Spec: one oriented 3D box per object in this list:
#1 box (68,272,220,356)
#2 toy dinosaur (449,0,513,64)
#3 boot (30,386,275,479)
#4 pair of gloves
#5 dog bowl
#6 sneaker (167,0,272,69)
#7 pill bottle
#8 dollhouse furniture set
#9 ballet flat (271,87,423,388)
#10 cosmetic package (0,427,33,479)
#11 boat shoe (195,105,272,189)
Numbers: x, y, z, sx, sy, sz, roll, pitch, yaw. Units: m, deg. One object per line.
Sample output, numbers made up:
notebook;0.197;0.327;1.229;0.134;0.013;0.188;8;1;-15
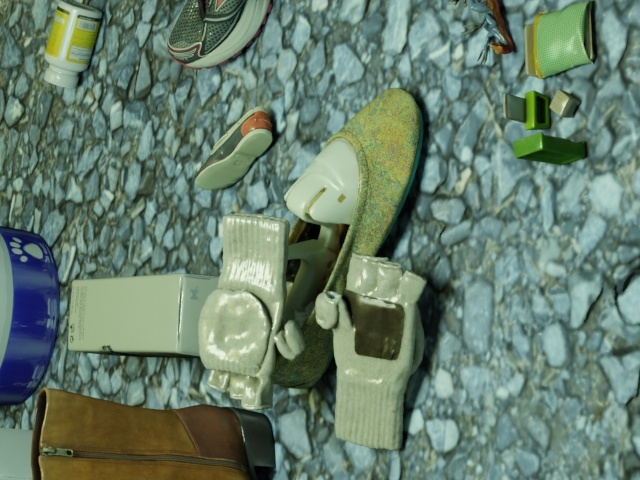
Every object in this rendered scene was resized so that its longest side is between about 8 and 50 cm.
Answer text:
box;-0.194;0.093;1.924;0.275;0.113;0.094;-4;80;56
toy dinosaur;0.163;-0.216;1.548;0.082;0.047;0.090;38;105;31
boot;-0.167;0.290;1.694;0.096;0.280;0.264;-27;62;49
pair of gloves;-0.014;0.092;1.607;0.240;0.042;0.204;17;106;20
dog bowl;-0.486;0.109;2.338;0.265;0.104;0.265;-15;71;52
sneaker;-0.108;-0.329;1.892;0.299;0.112;0.121;-53;44;35
pill bottle;-0.355;-0.278;2.269;0.065;0.065;0.116;35;111;52
dollhouse furniture set;0.204;-0.147;1.456;0.076;0.058;0.152;-16;71;52
ballet flat;0.000;0.000;1.666;0.123;0.123;0.349;45;119;49
cosmetic package;-0.350;0.363;1.987;0.138;0.224;0.224;37;112;51
boat shoe;-0.103;-0.107;1.892;0.137;0.049;0.043;-41;48;40
